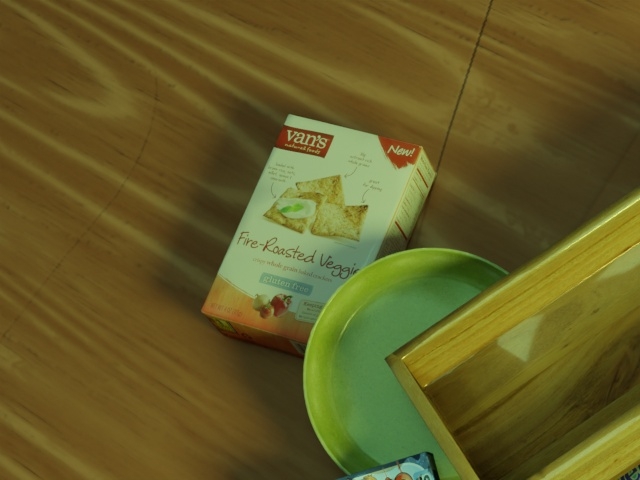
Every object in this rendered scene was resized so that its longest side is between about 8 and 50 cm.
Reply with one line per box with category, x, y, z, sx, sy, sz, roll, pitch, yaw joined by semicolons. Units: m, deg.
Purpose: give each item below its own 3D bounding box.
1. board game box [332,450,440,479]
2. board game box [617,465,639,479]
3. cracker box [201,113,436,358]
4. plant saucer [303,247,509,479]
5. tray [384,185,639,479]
board game box;0.064;0.306;1.717;0.136;0.035;0.201;-19;75;10
board game box;0.296;0.243;1.619;0.160;0.047;0.210;-39;31;15
cracker box;0.000;0.000;1.902;0.156;0.067;0.232;14;70;25
plant saucer;0.105;0.128;1.782;0.241;0.037;0.241;-1;82;7
tray;0.281;0.073;1.673;0.411;0.076;0.203;-34;49;2
